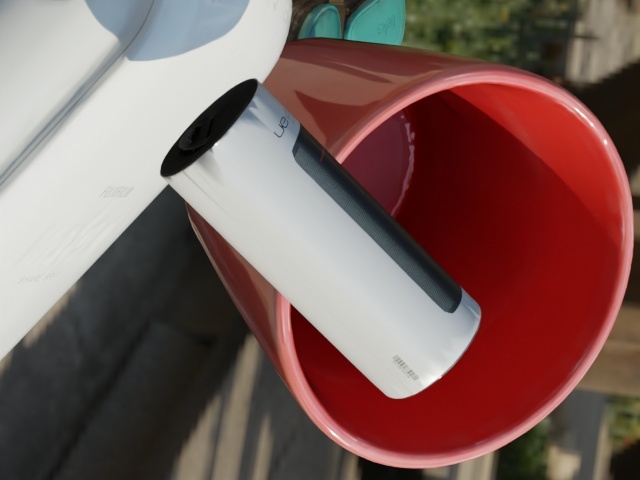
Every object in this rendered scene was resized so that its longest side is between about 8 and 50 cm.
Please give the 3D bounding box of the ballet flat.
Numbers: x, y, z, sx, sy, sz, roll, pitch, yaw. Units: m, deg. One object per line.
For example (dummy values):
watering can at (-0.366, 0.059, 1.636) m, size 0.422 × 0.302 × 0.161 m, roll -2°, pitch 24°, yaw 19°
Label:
ballet flat at (-0.024, -0.169, 1.602) m, size 0.342 × 0.124 × 0.116 m, roll -50°, pitch 141°, yaw -64°

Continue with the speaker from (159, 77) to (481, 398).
speaker at (0.000, 0.000, 0.742) m, size 0.136 × 0.055 × 0.055 m, roll 45°, pitch 43°, yaw -17°

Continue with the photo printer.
photo printer at (-0.141, -0.049, 0.879) m, size 0.307 × 0.107 × 0.256 m, roll -46°, pitch 173°, yaw 8°

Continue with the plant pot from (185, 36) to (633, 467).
plant pot at (0.040, -0.018, 1.284) m, size 0.275 × 0.243 × 0.275 m, roll -11°, pitch 115°, yaw -24°
